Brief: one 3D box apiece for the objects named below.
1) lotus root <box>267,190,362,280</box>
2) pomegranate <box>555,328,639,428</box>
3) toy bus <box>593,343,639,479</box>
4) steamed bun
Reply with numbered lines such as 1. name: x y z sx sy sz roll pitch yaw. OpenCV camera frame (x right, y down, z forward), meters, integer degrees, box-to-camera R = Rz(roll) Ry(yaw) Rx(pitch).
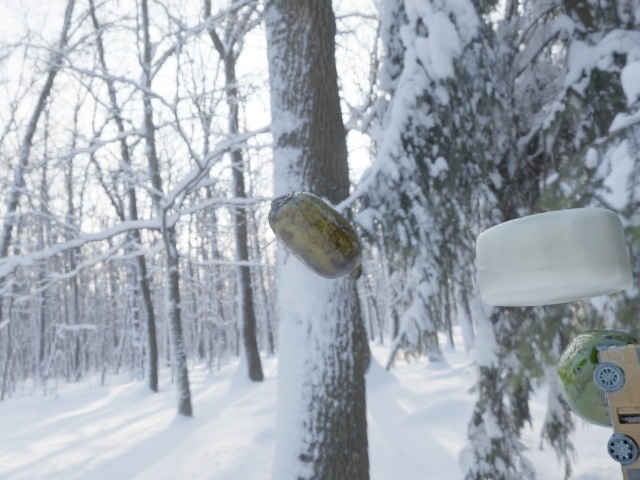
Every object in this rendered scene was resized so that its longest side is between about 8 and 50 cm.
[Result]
1. lotus root: 0.000 0.000 1.156 0.260 0.128 0.145 46 -22 -25
2. pomegranate: 0.566 0.285 1.103 0.199 0.198 0.246 -7 -37 -6
3. toy bus: 0.406 0.219 0.683 0.103 0.181 0.091 -12 -18 28
4. steamed bun: 0.381 0.033 0.934 0.242 0.146 0.164 -12 -16 30
